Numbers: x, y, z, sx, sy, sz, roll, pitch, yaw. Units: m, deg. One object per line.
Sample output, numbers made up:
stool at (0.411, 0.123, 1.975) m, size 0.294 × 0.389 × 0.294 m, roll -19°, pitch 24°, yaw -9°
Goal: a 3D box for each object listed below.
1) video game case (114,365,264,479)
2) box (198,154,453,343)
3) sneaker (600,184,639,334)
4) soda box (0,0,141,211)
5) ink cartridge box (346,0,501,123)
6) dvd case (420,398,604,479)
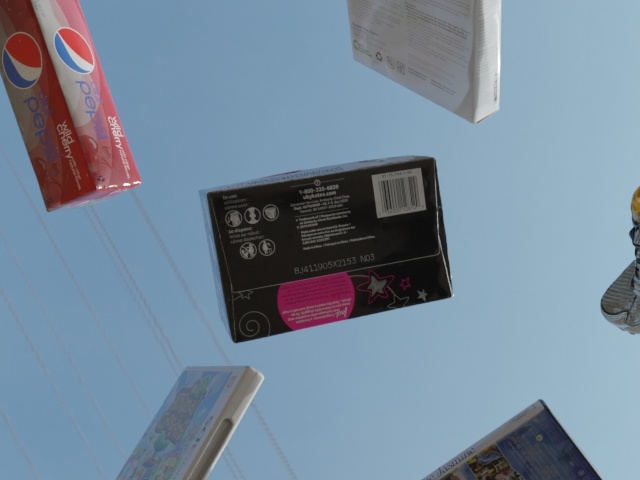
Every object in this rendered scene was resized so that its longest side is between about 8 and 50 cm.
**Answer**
video game case at (-0.148, 0.211, 0.674) m, size 0.023 × 0.212 × 0.193 m, roll 37°, pitch -113°, yaw -16°
box at (0.000, 0.000, 0.767) m, size 0.247 × 0.142 × 0.164 m, roll -10°, pitch -83°, yaw -14°
sneaker at (0.267, -0.010, 0.511) m, size 0.092 × 0.225 × 0.088 m, roll 19°, pitch -130°, yaw 4°
soda box at (-0.317, -0.175, 0.836) m, size 0.092 × 0.083 × 0.263 m, roll -18°, pitch -89°, yaw 27°
ink cartridge box at (0.103, -0.266, 0.742) m, size 0.045 × 0.224 × 0.223 m, roll -32°, pitch -132°, yaw -19°
dvd case at (0.179, 0.303, 0.720) m, size 0.253 × 0.022 × 0.180 m, roll -37°, pitch -75°, yaw 7°
